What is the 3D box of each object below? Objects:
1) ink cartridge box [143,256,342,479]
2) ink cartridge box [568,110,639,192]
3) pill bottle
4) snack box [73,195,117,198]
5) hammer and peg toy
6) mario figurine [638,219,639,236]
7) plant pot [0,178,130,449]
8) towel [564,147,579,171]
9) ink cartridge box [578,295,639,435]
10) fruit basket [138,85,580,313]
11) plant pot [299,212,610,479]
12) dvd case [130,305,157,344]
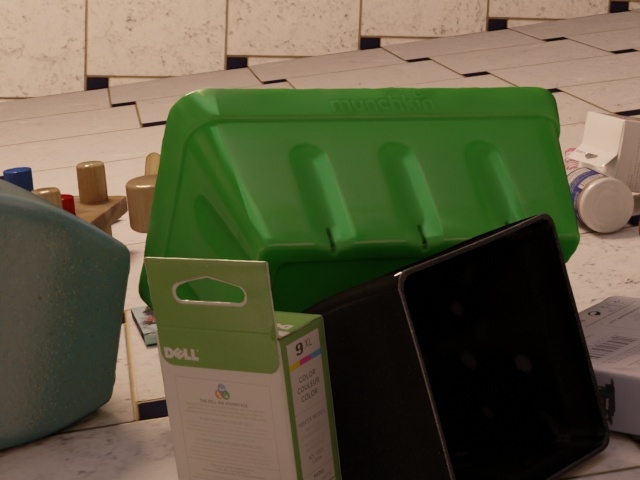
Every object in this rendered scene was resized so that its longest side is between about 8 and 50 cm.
[{"bbox_3d":[-0.053,0.104,1.169,0.109,0.209,0.062,3,19,33],"label":"ink cartridge box"},{"bbox_3d":[0.394,-0.108,2.035,0.143,0.089,0.092,5,9,-24],"label":"ink cartridge box"},{"bbox_3d":[0.324,-0.052,1.952,0.067,0.067,0.120,-9,14,-10],"label":"pill bottle"},{"bbox_3d":[-0.356,-0.031,2.246,0.100,0.037,0.141,2,16,27],"label":"snack box"},{"bbox_3d":[-0.334,-0.017,1.993,0.361,0.127,0.266,-4,12,9],"label":"hammer and peg toy"},{"bbox_3d":[0.442,-0.027,1.556,0.198,0.170,0.320,-46,17,-12],"label":"mario figurine"},{"bbox_3d":[-0.314,0.056,1.463,0.252,0.247,0.247,5,7,-25],"label":"plant pot"},{"bbox_3d":[0.410,-0.106,2.223,0.144,0.029,0.197,-6,13,6],"label":"towel"},{"bbox_3d":[0.317,0.107,1.304,0.311,0.065,0.186,3,16,43],"label":"ink cartridge box"},{"bbox_3d":[0.015,-0.036,1.491,0.392,0.283,0.392,9,38,-7],"label":"fruit basket"},{"bbox_3d":[0.080,0.099,1.225,0.167,0.188,0.187,-9,8,44],"label":"plant pot"},{"bbox_3d":[-0.152,0.084,1.725,0.087,0.013,0.119,-9,14,-11],"label":"dvd case"}]
